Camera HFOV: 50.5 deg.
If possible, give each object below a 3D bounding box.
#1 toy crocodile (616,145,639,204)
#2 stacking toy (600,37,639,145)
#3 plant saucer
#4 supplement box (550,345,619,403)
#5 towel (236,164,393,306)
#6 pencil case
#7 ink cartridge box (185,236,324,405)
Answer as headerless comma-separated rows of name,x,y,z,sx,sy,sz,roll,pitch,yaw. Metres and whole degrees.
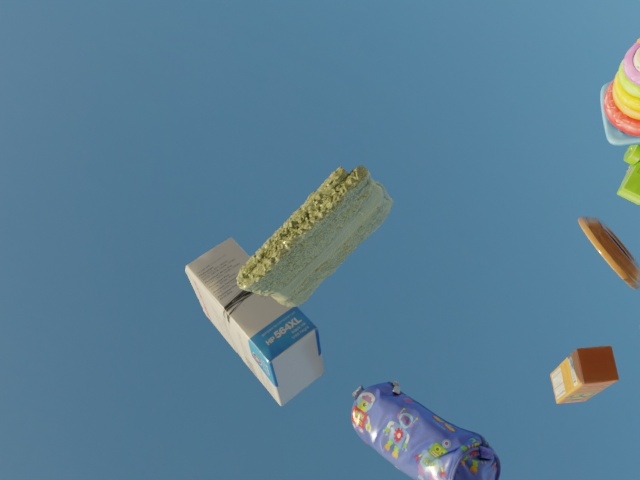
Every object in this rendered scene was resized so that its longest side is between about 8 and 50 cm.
toy crocodile,0.820,-0.251,1.640,0.115,0.105,0.340,23,-86,5
stacking toy,0.638,-0.323,1.310,0.175,0.302,0.166,-6,-112,20
plant saucer,0.653,0.019,1.512,0.200,0.037,0.200,39,-154,-23
supplement box,0.563,0.292,1.460,0.078,0.233,0.080,-6,-112,3
towel,0.000,0.000,0.602,0.148,0.110,0.027,-44,-117,7
pencil case,0.183,0.361,1.238,0.119,0.306,0.133,19,-88,-37
ink cartridge box,-0.093,0.114,0.973,0.086,0.148,0.203,-35,-121,-18
